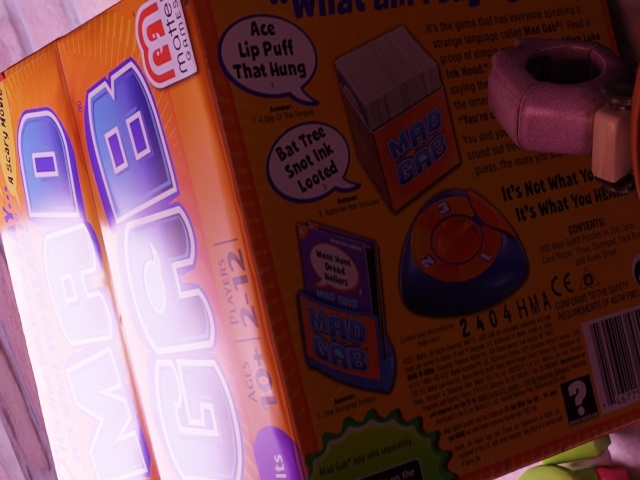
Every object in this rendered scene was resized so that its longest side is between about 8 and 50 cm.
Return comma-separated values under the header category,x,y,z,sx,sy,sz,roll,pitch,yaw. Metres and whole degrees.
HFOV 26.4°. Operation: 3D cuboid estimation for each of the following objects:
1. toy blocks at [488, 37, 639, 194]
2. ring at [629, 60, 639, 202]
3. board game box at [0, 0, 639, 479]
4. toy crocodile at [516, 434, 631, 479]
category,x,y,z,sx,sy,sz,roll,pitch,yaw
toy blocks,0.152,-0.250,0.799,0.260,0.289,0.309,27,135,37
ring,0.328,-0.069,0.697,0.032,0.337,0.336,-95,5,-56
board game box,0.000,0.000,1.032,0.356,0.357,0.356,-13,90,55
toy crocodile,0.235,0.283,1.134,0.105,0.115,0.340,-14,77,29
